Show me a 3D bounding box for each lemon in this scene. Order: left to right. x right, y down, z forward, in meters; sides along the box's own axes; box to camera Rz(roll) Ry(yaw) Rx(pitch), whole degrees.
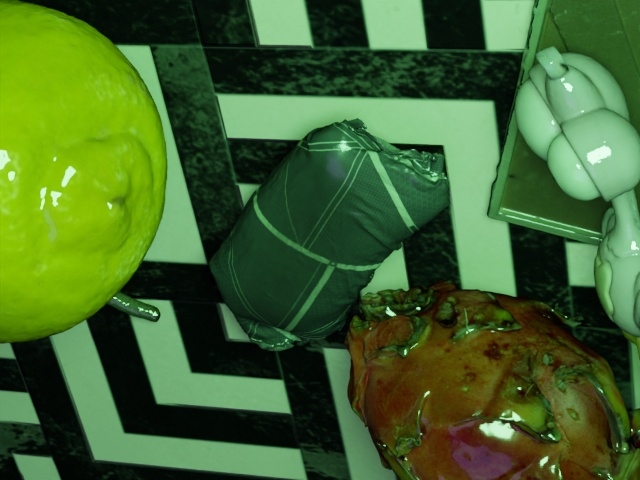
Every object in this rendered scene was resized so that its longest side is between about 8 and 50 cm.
[{"bbox_3d":[-0.312,-0.066,1.599,0.348,0.348,0.348,10,132,12],"label":"lemon"}]

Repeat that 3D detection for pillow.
[{"bbox_3d":[0.000,0.000,1.702,0.161,0.092,0.335,28,134,-10],"label":"pillow"}]

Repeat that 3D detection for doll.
[{"bbox_3d":[0.258,-0.027,1.511,0.094,0.160,0.365,-24,125,9],"label":"doll"}]

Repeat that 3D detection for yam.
[{"bbox_3d":[-0.284,0.039,1.890,0.234,0.029,0.027,21,161,0],"label":"yam"}]

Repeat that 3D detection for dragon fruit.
[{"bbox_3d":[0.171,0.168,1.693,0.315,0.250,0.250,11,133,2],"label":"dragon fruit"}]

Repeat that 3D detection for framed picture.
[{"bbox_3d":[0.285,-0.110,1.549,0.232,0.024,0.315,15,134,7],"label":"framed picture"}]
